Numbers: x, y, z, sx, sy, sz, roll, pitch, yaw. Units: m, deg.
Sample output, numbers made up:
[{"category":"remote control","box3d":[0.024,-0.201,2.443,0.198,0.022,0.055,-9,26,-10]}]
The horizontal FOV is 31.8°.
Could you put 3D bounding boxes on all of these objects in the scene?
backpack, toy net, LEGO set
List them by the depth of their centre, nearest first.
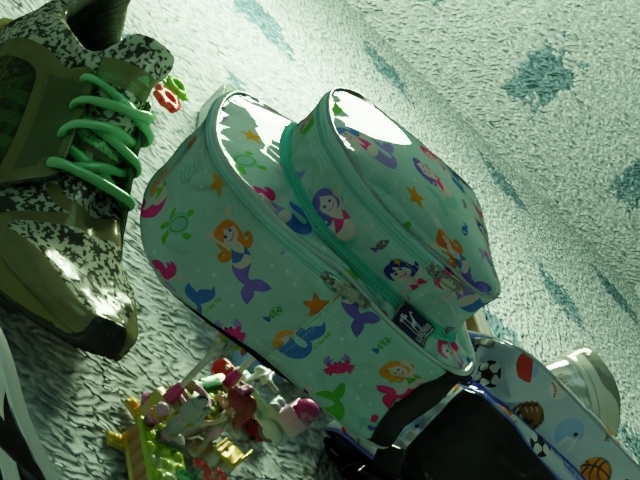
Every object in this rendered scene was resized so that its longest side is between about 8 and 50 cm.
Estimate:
[{"category":"LEGO set","box3d":[-0.074,0.140,0.824,0.132,0.107,0.287,43,21,-3]},{"category":"backpack","box3d":[0.000,0.000,0.830,0.253,0.191,0.225,32,24,-15]},{"category":"backpack","box3d":[0.132,0.202,1.006,0.276,0.213,0.263,50,-19,-18]},{"category":"toy net","box3d":[-0.221,-0.170,1.233,0.122,0.045,0.232,49,19,-7]}]

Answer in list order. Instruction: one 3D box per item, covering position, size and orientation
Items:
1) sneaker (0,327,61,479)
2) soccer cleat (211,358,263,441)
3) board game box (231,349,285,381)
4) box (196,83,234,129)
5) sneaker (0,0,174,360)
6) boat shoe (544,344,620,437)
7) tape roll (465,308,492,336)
[{"category":"sneaker","box3d":[-0.223,0.099,0.617,0.217,0.079,0.121,55,17,13]},{"category":"soccer cleat","box3d":[-0.069,0.140,0.992,0.083,0.029,0.035,55,10,5]},{"category":"board game box","box3d":[-0.027,0.045,1.136,0.160,0.039,0.212,19,47,-37]},{"category":"box","box3d":[-0.027,-0.033,1.398,0.322,0.058,0.232,44,19,-22]},{"category":"sneaker","box3d":[-0.195,-0.089,0.896,0.158,0.182,0.410,32,25,-43]},{"category":"boat shoe","box3d":[0.245,0.255,1.209,0.118,0.103,0.320,-124,-154,-48]},{"category":"tape roll","box3d":[0.137,0.085,1.337,0.392,0.072,0.392,-23,90,-78]}]
